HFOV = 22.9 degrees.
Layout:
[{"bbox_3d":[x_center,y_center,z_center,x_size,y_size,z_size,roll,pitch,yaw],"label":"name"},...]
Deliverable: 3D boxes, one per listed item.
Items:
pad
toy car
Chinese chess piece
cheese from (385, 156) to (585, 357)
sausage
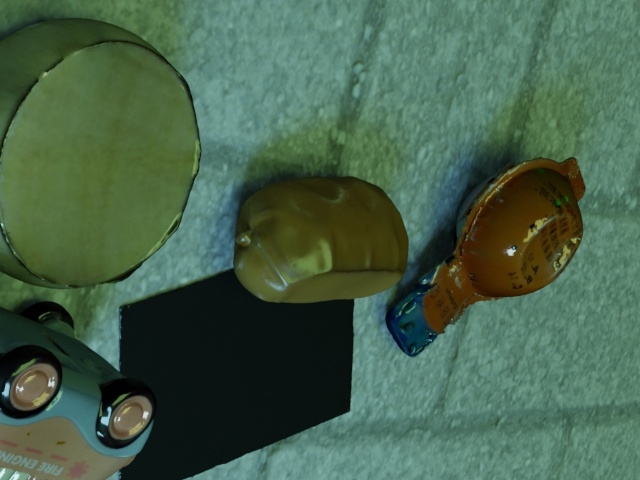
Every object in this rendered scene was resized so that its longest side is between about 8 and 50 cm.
[{"bbox_3d":[-0.088,0.143,1.823,0.368,0.007,0.247,-18,120,-42],"label":"pad"},{"bbox_3d":[-0.303,0.169,1.477,0.270,0.180,0.212,27,97,-49],"label":"toy car"},{"bbox_3d":[-0.233,-0.080,1.487,0.257,0.104,0.257,-22,122,-41],"label":"Chinese chess piece"},{"bbox_3d":[0.217,0.018,2.011,0.329,0.129,0.217,-42,138,-11],"label":"cheese"},{"bbox_3d":[0.000,0.001,1.766,0.241,0.120,0.136,-8,69,-48],"label":"sausage"}]
